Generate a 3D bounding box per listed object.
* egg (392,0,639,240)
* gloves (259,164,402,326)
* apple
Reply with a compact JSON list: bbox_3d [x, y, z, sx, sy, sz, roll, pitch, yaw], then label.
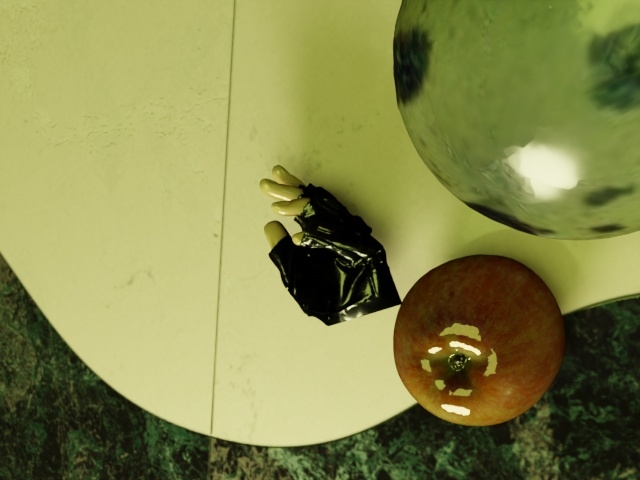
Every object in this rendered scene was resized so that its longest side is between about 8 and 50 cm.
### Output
[{"bbox_3d":[0.245,-0.179,0.929,0.345,0.428,0.344,3,76,-12],"label":"egg"},{"bbox_3d":[0.000,0.000,1.232,0.164,0.124,0.203,-23,84,47],"label":"gloves"},{"bbox_3d":[0.172,0.111,1.150,0.188,0.174,0.188,7,107,23],"label":"apple"}]
